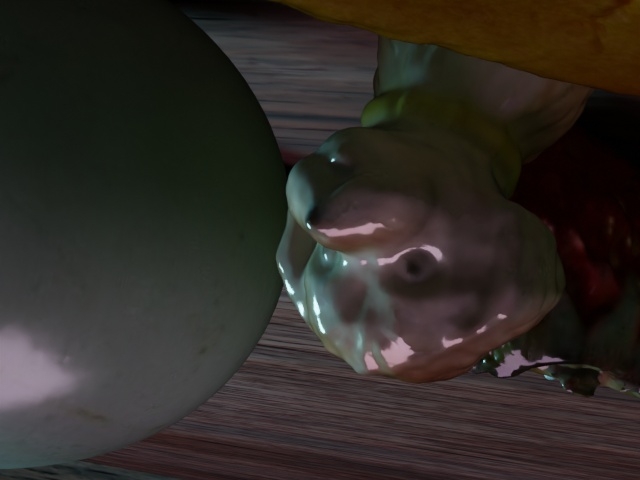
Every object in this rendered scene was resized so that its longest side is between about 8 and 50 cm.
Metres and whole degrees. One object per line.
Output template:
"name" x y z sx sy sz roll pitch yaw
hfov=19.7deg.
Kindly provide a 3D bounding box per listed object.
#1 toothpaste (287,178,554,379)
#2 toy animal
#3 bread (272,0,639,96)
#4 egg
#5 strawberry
"toothpaste" 0.000 0.000 1.080 0.323 0.066 0.100 21 170 -10
"toy animal" 0.047 -0.033 0.638 0.104 0.185 0.184 11 166 2
"bread" 0.052 -0.112 0.489 0.241 0.107 0.136 13 163 0
"egg" -0.184 -0.028 0.793 0.371 0.230 0.230 15 168 27
"strawberry" 0.094 -0.011 0.890 0.190 0.111 0.236 7 -168 -19
